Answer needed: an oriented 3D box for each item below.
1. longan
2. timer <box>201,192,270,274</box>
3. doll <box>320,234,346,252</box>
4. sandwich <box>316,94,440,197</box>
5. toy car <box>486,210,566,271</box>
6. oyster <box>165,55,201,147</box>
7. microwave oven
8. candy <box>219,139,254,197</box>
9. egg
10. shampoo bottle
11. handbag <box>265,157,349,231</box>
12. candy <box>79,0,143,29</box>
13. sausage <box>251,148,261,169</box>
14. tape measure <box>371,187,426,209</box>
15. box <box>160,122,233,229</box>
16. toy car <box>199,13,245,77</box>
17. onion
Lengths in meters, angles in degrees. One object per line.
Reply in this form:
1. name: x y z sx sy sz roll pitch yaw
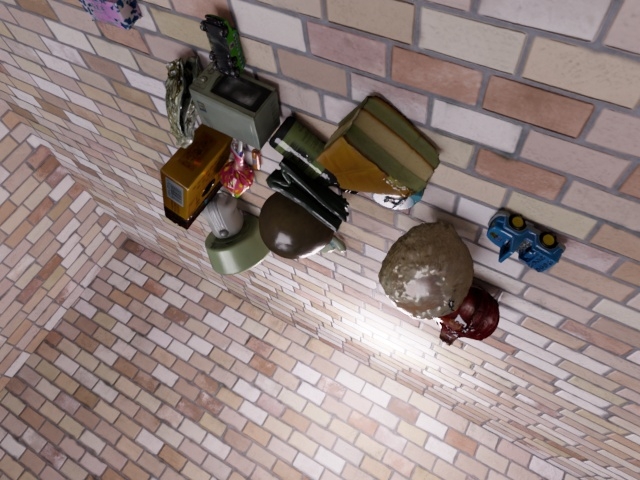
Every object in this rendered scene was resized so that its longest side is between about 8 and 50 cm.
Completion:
1. longan: -0.084 -0.059 1.635 0.258 0.258 0.258 27 157 12
2. timer: -0.388 -0.061 2.031 0.290 0.291 0.315 11 134 42
3. doll: 0.000 0.000 1.850 0.214 0.072 0.103 18 155 24
4. sandwich: 0.131 -0.198 1.159 0.227 0.155 0.198 37 159 -12
5. toy car: 0.497 0.015 1.188 0.191 0.100 0.097 33 162 10
6. oyster: -0.393 -0.406 1.397 0.112 0.199 0.267 0 163 -23
7. microwave oven: -0.223 -0.368 1.302 0.205 0.129 0.163 28 160 12
8. candy: -0.272 -0.284 1.609 0.124 0.124 0.365 30 150 6
9. egg: 0.305 0.091 1.378 0.279 0.279 0.310 29 135 7
10. shampoo bottle: -0.008 -0.224 1.353 0.284 0.101 0.101 37 157 -13
11. handbag: -0.028 -0.143 1.424 0.260 0.079 0.247 36 -166 -9
12. candy: -0.565 -0.630 1.281 0.160 0.073 0.092 24 158 20
13. sausage: -0.216 -0.276 1.614 0.031 0.031 0.107 29 158 7
14. tape measure: 0.202 -0.137 1.283 0.125 0.081 0.146 16 162 -6
15. box: -0.445 -0.224 1.725 0.115 0.264 0.415 33 156 -3
16. toy car: -0.234 -0.477 1.172 0.071 0.062 0.165 24 155 18
17. onion: 0.455 0.239 1.558 0.252 0.219 0.252 32 167 8
